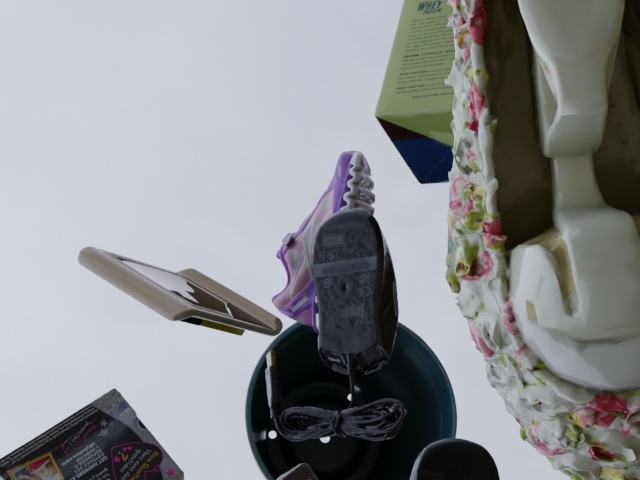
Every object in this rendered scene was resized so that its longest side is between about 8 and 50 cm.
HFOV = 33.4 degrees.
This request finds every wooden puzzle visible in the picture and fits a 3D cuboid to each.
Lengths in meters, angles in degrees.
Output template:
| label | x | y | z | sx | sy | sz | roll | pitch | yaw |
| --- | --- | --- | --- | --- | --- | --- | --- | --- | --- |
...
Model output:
| label | x | y | z | sx | sy | sz | roll | pitch | yaw |
| --- | --- | --- | --- | --- | --- | --- | --- | --- | --- |
| wooden puzzle | -0.199 | 0.081 | 1.519 | 0.239 | 0.221 | 0.044 | 15 | -80 | -56 |

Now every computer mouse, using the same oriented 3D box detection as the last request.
| label | x | y | z | sx | sy | sz | roll | pitch | yaw |
| --- | --- | --- | --- | --- | --- | --- | --- | --- | --- |
| computer mouse | 0.015 | 0.103 | 1.218 | 0.060 | 0.184 | 0.262 | 13 | -114 | -54 |

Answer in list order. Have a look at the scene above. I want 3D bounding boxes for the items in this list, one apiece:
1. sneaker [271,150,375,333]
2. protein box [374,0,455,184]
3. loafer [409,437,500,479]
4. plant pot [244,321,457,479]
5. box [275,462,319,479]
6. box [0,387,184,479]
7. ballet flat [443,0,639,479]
| label | x | y | z | sx | sy | sz | roll | pitch | yaw |
| --- | --- | --- | --- | --- | --- | --- | --- | --- | --- |
| sneaker | 0.000 | 0.000 | 1.310 | 0.095 | 0.105 | 0.236 | 29 | -107 | -68 |
| protein box | 0.193 | -0.186 | 1.169 | 0.136 | 0.200 | 0.201 | 50 | -134 | -48 |
| loafer | 0.072 | 0.195 | 0.573 | 0.061 | 0.062 | 0.170 | 101 | 174 | -74 |
| plant pot | 0.020 | 0.254 | 1.457 | 0.272 | 0.255 | 0.271 | 3 | -108 | -9 |
| box | -0.046 | 0.335 | 0.907 | 0.203 | 0.167 | 0.168 | 54 | -155 | 7 |
| box | -0.249 | 0.315 | 1.209 | 0.163 | 0.142 | 0.247 | -31 | -29 | -27 |
| ballet flat | 0.078 | -0.026 | 0.334 | 0.077 | 0.091 | 0.241 | -43 | -59 | -82 |
